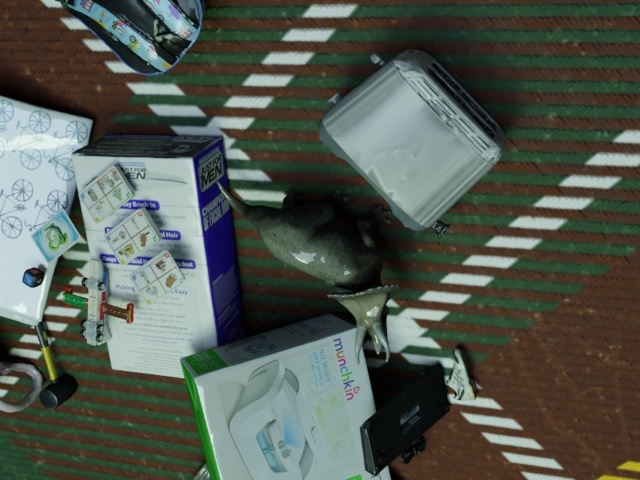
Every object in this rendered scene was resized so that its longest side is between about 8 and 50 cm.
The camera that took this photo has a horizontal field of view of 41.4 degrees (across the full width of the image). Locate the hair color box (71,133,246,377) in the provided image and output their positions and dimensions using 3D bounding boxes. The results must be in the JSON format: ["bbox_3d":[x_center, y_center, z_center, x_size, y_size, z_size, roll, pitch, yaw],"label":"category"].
[{"bbox_3d":[-0.221,0.024,1.205,0.185,0.110,0.338,4,115,18],"label":"hair color box"}]

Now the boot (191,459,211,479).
[{"bbox_3d":[-0.119,0.451,1.376,0.208,0.076,0.189,30,132,11],"label":"boot"}]

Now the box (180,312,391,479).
[{"bbox_3d":[-0.044,0.260,1.161,0.231,0.127,0.262,-14,99,-17],"label":"box"}]

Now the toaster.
[{"bbox_3d":[0.119,-0.119,1.018,0.227,0.129,0.146,46,116,-3],"label":"toaster"}]

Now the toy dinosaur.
[{"bbox_3d":[0.000,0.000,1.090,0.313,0.160,0.121,39,118,-2],"label":"toy dinosaur"}]

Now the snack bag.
[{"bbox_3d":[-0.527,-0.069,1.200,0.343,0.037,0.323,17,100,-9],"label":"snack bag"}]

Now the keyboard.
[{"bbox_3d":[0.117,0.251,1.157,0.023,0.180,0.108,5,114,44],"label":"keyboard"}]

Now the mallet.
[{"bbox_3d":[-0.444,0.178,1.390,0.039,0.062,0.189,-8,95,20],"label":"mallet"}]

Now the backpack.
[{"bbox_3d":[-0.215,-0.302,1.053,0.173,0.117,0.158,45,118,-4],"label":"backpack"}]

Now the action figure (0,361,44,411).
[{"bbox_3d":[-0.630,0.125,1.307,0.276,0.248,0.370,-4,106,8],"label":"action figure"}]

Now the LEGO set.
[{"bbox_3d":[-0.302,0.032,1.164,0.244,0.060,0.182,-34,87,26],"label":"LEGO set"}]

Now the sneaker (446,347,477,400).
[{"bbox_3d":[0.192,0.190,1.183,0.037,0.032,0.083,-10,109,22],"label":"sneaker"}]
